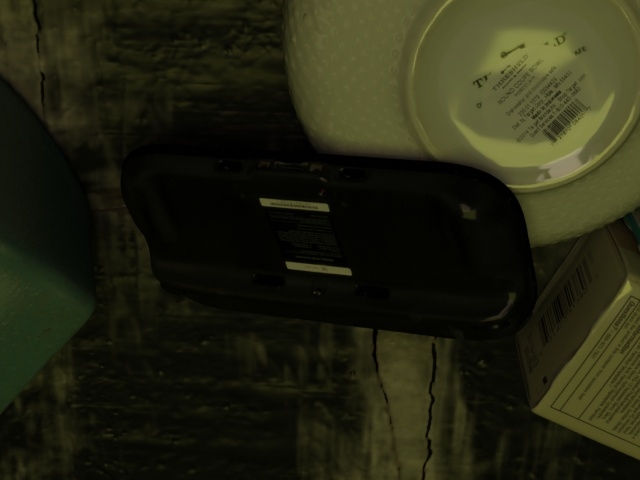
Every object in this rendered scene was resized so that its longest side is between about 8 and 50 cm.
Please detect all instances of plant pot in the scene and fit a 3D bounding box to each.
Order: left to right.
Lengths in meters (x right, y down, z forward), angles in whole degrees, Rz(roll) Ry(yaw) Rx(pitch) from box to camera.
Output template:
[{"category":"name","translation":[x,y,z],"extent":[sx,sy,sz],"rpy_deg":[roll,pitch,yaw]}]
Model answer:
[{"category":"plant pot","translation":[-0.308,0.000,0.841],"extent":[0.252,0.248,0.247],"rpy_deg":[30,115,-32]}]

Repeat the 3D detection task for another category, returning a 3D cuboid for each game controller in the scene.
[{"category":"game controller","translation":[0.000,0.000,0.856],"extent":[0.319,0.067,0.166],"rpy_deg":[5,131,23]}]

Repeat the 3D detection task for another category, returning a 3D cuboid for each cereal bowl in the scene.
[{"category":"cereal bowl","translation":[0.137,-0.136,0.806],"extent":[0.339,0.141,0.339],"rpy_deg":[1,116,2]}]

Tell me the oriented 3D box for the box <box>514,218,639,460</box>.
[{"category":"box","translation":[0.333,0.117,0.937],"extent":[0.311,0.121,0.148],"rpy_deg":[26,115,-11]}]

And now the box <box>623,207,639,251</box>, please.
[{"category":"box","translation":[0.364,0.025,0.901],"extent":[0.244,0.100,0.060],"rpy_deg":[24,114,-11]}]
